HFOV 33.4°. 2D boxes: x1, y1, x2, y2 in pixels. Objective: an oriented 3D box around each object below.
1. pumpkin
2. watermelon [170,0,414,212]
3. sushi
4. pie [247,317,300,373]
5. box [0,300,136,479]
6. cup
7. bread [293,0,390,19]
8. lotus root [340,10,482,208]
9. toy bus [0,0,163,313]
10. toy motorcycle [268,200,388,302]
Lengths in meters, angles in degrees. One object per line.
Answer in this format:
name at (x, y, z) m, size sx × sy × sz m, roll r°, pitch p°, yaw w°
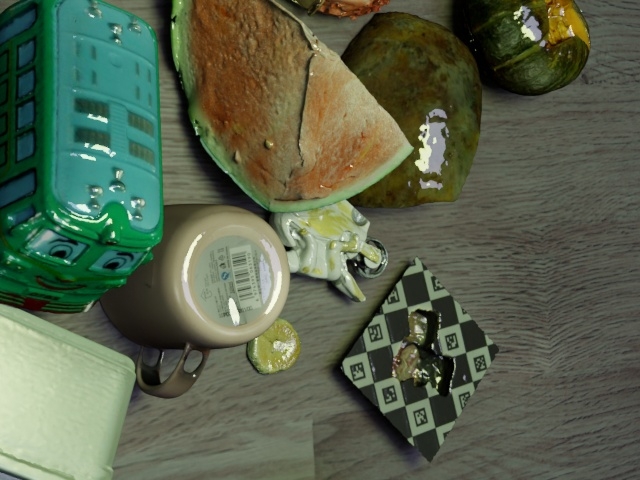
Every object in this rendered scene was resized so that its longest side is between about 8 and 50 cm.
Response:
pumpkin at (0.323, -0.341, 1.710) m, size 0.238 × 0.159 × 0.237 m, roll 21°, pitch 56°, yaw -35°
watermelon at (-0.077, -0.188, 1.423) m, size 0.222 × 0.292 × 0.319 m, roll -51°, pitch 152°, yaw 1°
sushi at (0.144, 0.182, 1.642) m, size 0.219 × 0.047 × 0.231 m, roll 48°, pitch 60°, yaw -18°
pie at (-0.066, 0.151, 1.514) m, size 0.084 × 0.020 × 0.084 m, roll 1°, pitch 87°, yaw -32°
box at (-0.366, 0.180, 1.229) m, size 0.312 × 0.175 × 0.182 m, roll 30°, pitch 64°, yaw -29°
cup at (-0.163, 0.076, 1.342) m, size 0.192 × 0.200 × 0.252 m, roll 22°, pitch 77°, yaw -32°
bread at (0.029, -0.427, 1.537) m, size 0.212 × 0.142 × 0.224 m, roll 15°, pitch 80°, yaw -18°
lotus root at (0.135, -0.196, 1.591) m, size 0.210 × 0.142 × 0.314 m, roll 9°, pitch 82°, yaw -32°
toy bus at (-0.283, -0.109, 1.214) m, size 0.184 × 0.199 × 0.343 m, roll 15°, pitch 60°, yaw -41°
toy motorcycle at (0.000, 0.000, 1.533) m, size 0.228 × 0.074 × 0.151 m, roll 48°, pitch 67°, yaw -25°
